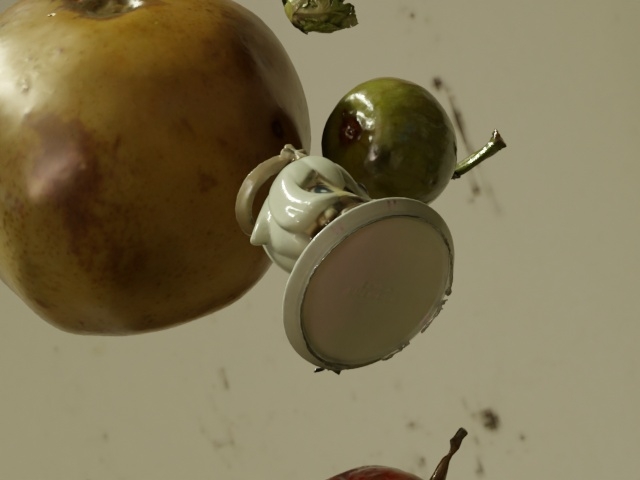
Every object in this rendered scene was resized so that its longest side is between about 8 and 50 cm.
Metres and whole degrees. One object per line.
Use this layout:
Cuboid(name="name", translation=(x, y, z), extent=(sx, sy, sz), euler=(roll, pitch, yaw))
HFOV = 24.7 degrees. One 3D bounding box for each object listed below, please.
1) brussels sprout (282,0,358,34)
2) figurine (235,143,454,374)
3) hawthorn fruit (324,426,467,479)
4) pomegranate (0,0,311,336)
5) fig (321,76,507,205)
Cuboid(name="brussels sprout", translation=(-0.011, -0.237, 1.449), extent=(0.058, 0.085, 0.085), euler=(-31, -20, -17))
Cuboid(name="figurine", translation=(0.000, 0.000, 0.986), extent=(0.132, 0.153, 0.132), euler=(-17, -53, -24))
Cuboid(name="hawthorn fruit", translation=(0.075, 0.303, 1.432), extent=(0.271, 0.242, 0.242), euler=(-52, -23, -9))
Cuboid(name="pomegranate", translation=(-0.210, -0.083, 1.564), extent=(0.417, 0.416, 0.416), euler=(-14, -24, -6))
Cuboid(name="fig", translation=(0.087, -0.099, 1.572), extent=(0.148, 0.142, 0.186), euler=(-61, -29, 0))
